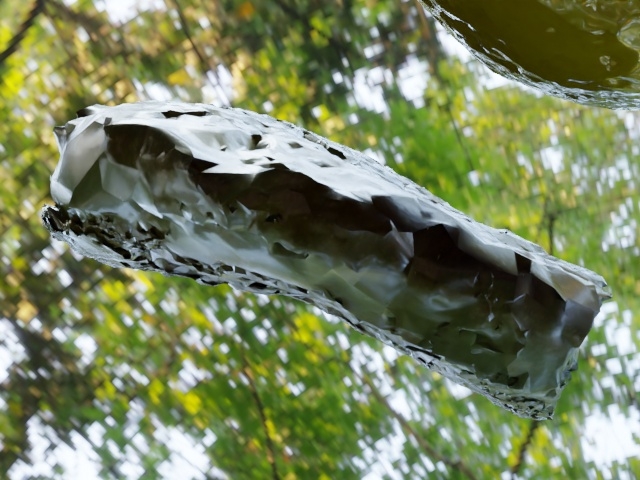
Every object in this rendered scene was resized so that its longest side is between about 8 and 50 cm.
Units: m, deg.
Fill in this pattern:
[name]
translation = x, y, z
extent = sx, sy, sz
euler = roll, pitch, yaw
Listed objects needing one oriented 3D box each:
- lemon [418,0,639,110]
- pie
[lemon]
translation = 0.156, -0.209, 0.779
extent = 0.336, 0.336, 0.336
euler = -6, -116, 12
[pie]
translation = 0.000, 0.000, 0.911
extent = 0.288, 0.355, 0.103
euler = 20, -87, 2
